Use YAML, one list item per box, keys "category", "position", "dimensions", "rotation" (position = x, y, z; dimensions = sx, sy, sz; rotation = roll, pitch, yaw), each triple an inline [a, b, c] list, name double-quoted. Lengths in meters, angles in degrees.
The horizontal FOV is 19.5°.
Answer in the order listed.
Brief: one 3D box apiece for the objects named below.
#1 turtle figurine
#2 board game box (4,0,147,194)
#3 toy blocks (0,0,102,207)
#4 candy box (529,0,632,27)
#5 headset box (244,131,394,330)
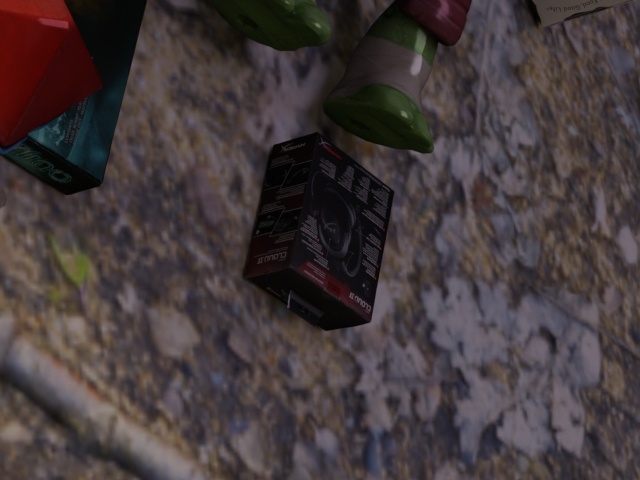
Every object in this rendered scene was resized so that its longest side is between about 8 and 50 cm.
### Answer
- category: "turtle figurine"
  position: [0.090, -0.183, 0.901]
  dimensions: [0.266, 0.274, 0.198]
  rotation: [-60, 160, -14]
- category: "board game box"
  position: [-0.125, -0.129, 0.793]
  dimensions: [0.126, 0.026, 0.186]
  rotation: [35, 55, -39]
- category: "toy blocks"
  position: [-0.202, -0.010, 0.482]
  dimensions: [0.381, 0.261, 0.191]
  rotation: [-42, 112, -47]
- category: "candy box"
  position: [0.150, -0.254, 1.121]
  dimensions: [0.196, 0.070, 0.165]
  rotation: [60, 42, -18]
- category: "headset box"
  position: [0.000, 0.000, 0.899]
  dimensions: [0.062, 0.032, 0.083]
  rotation: [35, 56, -39]
